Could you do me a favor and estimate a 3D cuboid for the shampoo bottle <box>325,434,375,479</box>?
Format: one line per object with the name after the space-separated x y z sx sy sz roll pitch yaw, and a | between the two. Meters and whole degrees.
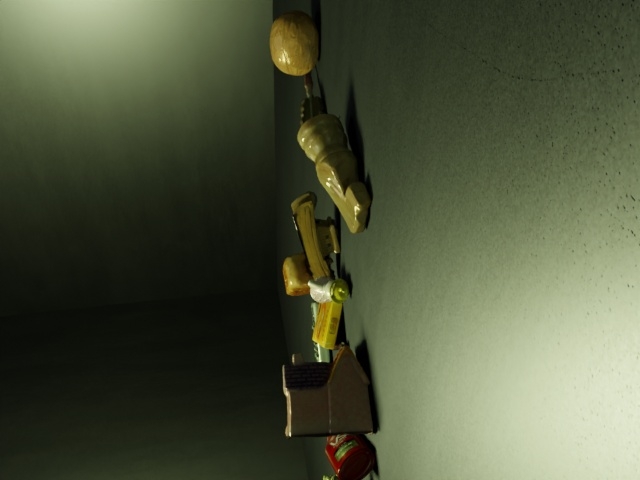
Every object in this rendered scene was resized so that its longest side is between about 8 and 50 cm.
0.077 0.618 1.798 0.076 0.118 0.314 48 172 -3 | shampoo bottle

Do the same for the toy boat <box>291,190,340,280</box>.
0.000 0.000 1.899 0.089 0.121 0.321 -111 4 -61 | toy boat

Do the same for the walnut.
-0.082 -0.618 1.925 0.165 0.165 0.197 -105 16 -49 | walnut

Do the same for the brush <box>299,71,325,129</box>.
-0.031 -0.461 1.974 0.071 0.084 0.301 96 171 -59 | brush

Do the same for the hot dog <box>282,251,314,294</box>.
-0.052 0.122 2.205 0.257 0.153 0.150 112 147 -77 | hot dog

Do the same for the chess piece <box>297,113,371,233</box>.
0.049 -0.165 1.534 0.137 0.137 0.301 101 149 -62 | chess piece

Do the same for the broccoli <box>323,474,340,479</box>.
0.023 0.753 1.707 0.177 0.274 0.199 108 166 -74 | broccoli

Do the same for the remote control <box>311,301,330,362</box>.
0.002 0.378 2.318 0.140 0.056 0.297 128 137 -85 | remote control

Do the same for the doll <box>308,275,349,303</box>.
0.027 0.149 1.848 0.207 0.129 0.081 -8 59 67 | doll

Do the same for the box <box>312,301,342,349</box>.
0.021 0.277 2.065 0.269 0.043 0.153 159 124 -82 | box

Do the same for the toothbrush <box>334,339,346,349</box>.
0.045 0.350 2.070 0.364 0.040 0.041 136 128 -80 | toothbrush

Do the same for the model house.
0.016 0.423 1.704 0.202 0.236 0.238 90 177 -74 | model house
